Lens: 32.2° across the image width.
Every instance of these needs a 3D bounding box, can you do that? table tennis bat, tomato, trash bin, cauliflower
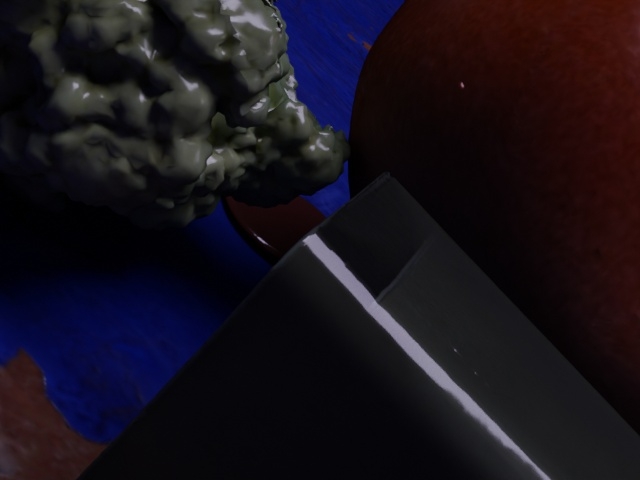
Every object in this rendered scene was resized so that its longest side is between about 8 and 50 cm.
[{"bbox_3d":[0.000,0.000,0.759,0.155,0.019,0.098,25,27,-27],"label":"table tennis bat"},{"bbox_3d":[0.148,-0.008,0.630,0.273,0.341,0.341,-25,65,-36],"label":"tomato"},{"bbox_3d":[0.044,0.121,0.438,0.240,0.164,0.122,46,24,3],"label":"trash bin"},{"bbox_3d":[-0.101,-0.132,0.526,0.327,0.281,0.260,20,58,-28],"label":"cauliflower"}]
